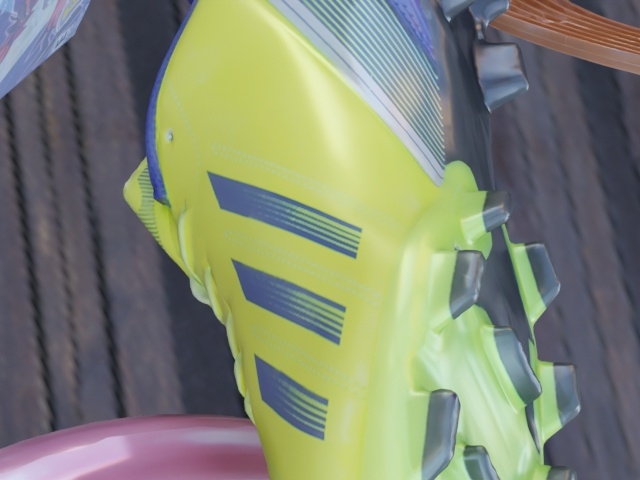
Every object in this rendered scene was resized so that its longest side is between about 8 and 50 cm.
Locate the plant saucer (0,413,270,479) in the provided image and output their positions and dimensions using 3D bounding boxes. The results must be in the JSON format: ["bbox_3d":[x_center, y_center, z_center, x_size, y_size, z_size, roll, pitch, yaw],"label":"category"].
[{"bbox_3d":[-0.029,0.216,0.523,0.332,0.084,0.332,0,89,-31],"label":"plant saucer"}]

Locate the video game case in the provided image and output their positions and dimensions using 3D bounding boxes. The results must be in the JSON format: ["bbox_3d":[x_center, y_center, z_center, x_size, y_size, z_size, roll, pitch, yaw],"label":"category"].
[{"bbox_3d":[-0.158,-0.157,1.097,0.023,0.201,0.183,35,38,2],"label":"video game case"}]

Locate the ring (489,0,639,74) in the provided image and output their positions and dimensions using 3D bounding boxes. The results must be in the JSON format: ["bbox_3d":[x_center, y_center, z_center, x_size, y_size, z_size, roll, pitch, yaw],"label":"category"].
[{"bbox_3d":[0.231,-0.113,0.944,0.336,0.336,0.032,-13,116,-47],"label":"ring"}]

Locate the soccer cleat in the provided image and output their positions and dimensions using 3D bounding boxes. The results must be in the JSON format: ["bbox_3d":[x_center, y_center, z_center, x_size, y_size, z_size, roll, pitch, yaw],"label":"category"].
[{"bbox_3d":[0.000,0.000,0.541,0.289,0.121,0.093,-91,158,-45],"label":"soccer cleat"}]
